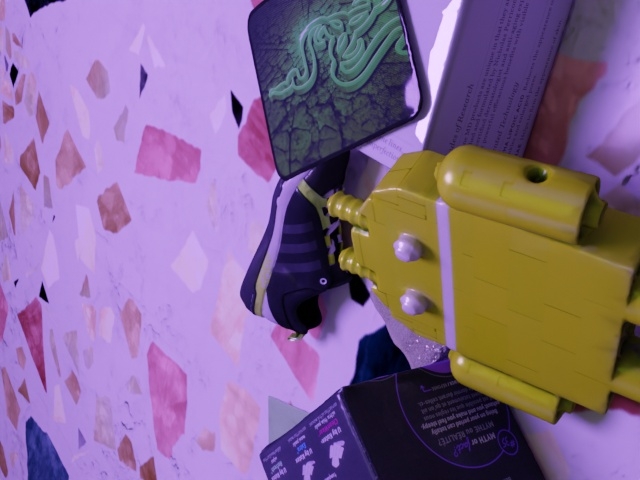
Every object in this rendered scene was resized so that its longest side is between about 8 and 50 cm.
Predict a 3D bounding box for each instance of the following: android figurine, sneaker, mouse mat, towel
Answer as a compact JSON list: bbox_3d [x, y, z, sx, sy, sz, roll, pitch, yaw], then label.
[{"bbox_3d":[0.127,0.031,0.584,0.273,0.056,0.248,21,146,25],"label":"android figurine"},{"bbox_3d":[0.000,0.000,0.843,0.097,0.084,0.234,33,125,16],"label":"sneaker"},{"bbox_3d":[0.002,-0.140,0.659,0.190,0.007,0.152,-20,80,52],"label":"mouse mat"},{"bbox_3d":[0.098,0.042,0.744,0.110,0.027,0.148,56,135,29],"label":"towel"}]

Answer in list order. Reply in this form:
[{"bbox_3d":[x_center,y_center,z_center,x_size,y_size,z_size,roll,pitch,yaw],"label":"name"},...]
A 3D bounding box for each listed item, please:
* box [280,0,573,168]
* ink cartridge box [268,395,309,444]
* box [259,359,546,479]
[{"bbox_3d":[0.078,-0.162,0.660,0.181,0.119,0.181,38,124,43],"label":"box"},{"bbox_3d":[-0.027,0.308,0.929,0.171,0.056,0.235,10,106,51],"label":"ink cartridge box"},{"bbox_3d":[0.093,0.249,0.673,0.143,0.165,0.270,-47,59,44],"label":"box"}]
